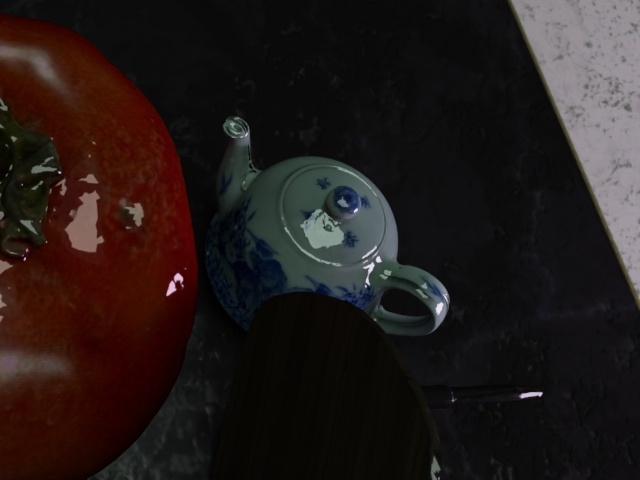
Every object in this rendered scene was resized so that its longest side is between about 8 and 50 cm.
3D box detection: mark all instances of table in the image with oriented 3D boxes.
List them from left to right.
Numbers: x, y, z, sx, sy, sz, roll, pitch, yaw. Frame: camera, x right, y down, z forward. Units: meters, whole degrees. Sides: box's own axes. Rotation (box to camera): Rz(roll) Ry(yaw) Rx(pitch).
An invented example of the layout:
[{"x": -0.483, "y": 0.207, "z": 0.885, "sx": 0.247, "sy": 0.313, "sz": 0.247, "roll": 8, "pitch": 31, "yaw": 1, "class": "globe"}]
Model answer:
[{"x": 0.094, "y": 0.199, "z": 0.844, "sx": 0.249, "sy": 0.317, "sz": 0.317, "roll": 16, "pitch": 60, "yaw": -24, "class": "table"}]

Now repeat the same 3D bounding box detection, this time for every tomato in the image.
[{"x": -0.244, "y": 0.017, "z": 0.787, "sx": 0.293, "sy": 0.290, "sz": 0.325, "roll": -16, "pitch": 71, "yaw": -30, "class": "tomato"}]

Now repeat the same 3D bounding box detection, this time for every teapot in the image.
[{"x": 0.000, "y": 0.000, "z": 0.979, "sx": 0.232, "sy": 0.159, "sz": 0.159, "roll": 39, "pitch": 58, "yaw": 0, "class": "teapot"}]
